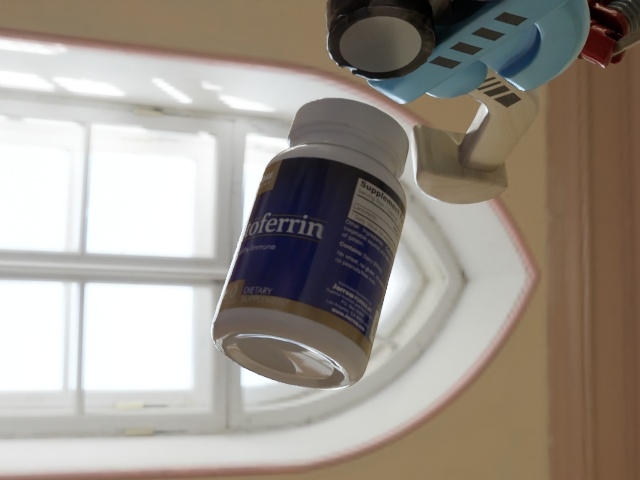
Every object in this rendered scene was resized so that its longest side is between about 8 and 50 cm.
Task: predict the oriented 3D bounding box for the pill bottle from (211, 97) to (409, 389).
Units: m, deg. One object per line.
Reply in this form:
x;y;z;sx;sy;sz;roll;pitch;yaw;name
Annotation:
0.000;0.000;1.035;0.153;0.153;0.265;-41;-151;59;pill bottle

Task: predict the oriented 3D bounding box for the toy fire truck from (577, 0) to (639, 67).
0.416;-0.313;1.421;0.246;0.217;0.158;38;-30;35;toy fire truck

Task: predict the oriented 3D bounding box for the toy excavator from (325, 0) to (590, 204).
0.175;-0.218;1.162;0.433;0.445;0.222;-31;-132;37;toy excavator
